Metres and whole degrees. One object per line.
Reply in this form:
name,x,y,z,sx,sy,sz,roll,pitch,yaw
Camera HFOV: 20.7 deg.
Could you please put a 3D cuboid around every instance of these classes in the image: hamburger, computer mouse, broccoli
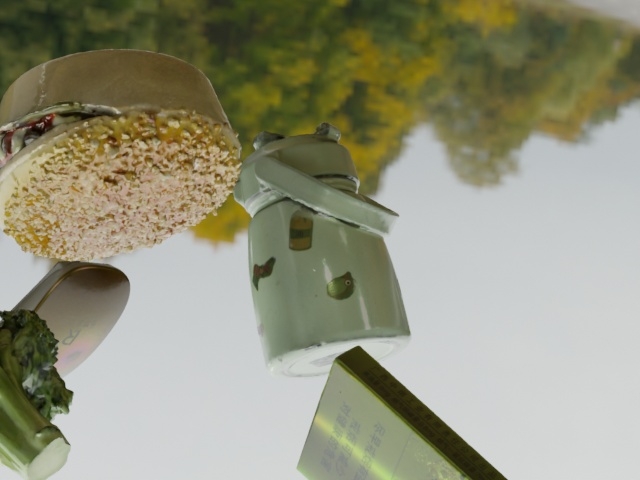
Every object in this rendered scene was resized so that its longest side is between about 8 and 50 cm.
hamburger,-0.235,-0.087,1.979,0.302,0.170,0.302,-7,155,-3
computer mouse,-0.386,0.139,2.397,0.158,0.310,0.072,10,-136,-52
broccoli,-0.421,0.197,2.063,0.288,0.260,0.235,-33,174,-36

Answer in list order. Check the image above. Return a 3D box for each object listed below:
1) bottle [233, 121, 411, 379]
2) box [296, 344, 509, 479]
bottle,0.000,0.000,2.441,0.229,0.352,0.229,-11,163,-3
box,0.111,0.262,1.723,0.043,0.173,0.311,-26,-125,-39
